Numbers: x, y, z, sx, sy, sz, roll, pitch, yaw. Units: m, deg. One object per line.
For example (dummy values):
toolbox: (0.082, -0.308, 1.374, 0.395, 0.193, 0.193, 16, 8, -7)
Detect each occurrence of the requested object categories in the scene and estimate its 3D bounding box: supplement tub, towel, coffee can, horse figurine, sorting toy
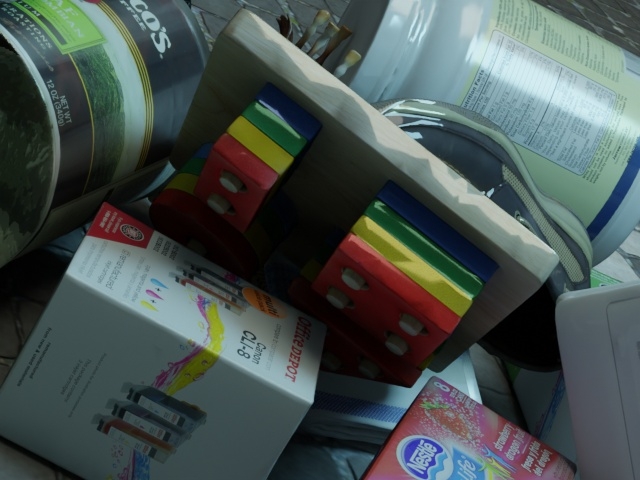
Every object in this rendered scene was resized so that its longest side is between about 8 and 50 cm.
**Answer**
supplement tub: (0.171, -0.131, 1.911, 0.325, 0.235, 0.235, 25, 22, -13)
towel: (0.028, 0.034, 1.486, 0.209, 0.034, 0.285, 14, 51, -43)
coffee can: (-0.220, -0.095, 1.367, 0.201, 0.201, 0.275, 34, 22, 9)
horse figurine: (-0.041, -0.142, 1.802, 0.066, 0.174, 0.263, 43, 9, -13)
sorting toy: (0.000, 0.000, 1.286, 0.257, 0.089, 0.255, 38, -21, 1)

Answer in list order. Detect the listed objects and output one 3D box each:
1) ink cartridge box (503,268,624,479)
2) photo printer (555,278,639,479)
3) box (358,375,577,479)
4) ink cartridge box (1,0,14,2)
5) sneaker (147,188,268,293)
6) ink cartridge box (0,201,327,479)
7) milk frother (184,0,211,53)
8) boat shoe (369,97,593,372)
ink cartridge box: (0.284, 0.155, 1.591, 0.201, 0.117, 0.278, 24, 22, -17)
photo printer: (0.295, 0.164, 1.230, 0.107, 0.256, 0.307, 6, 73, -58)
box: (0.063, 0.202, 1.185, 0.123, 0.128, 0.257, 33, 22, 5)
ink cartridge box: (-0.266, -0.200, 1.277, 0.179, 0.045, 0.145, 7, 17, 9)
sneaker: (-0.073, -0.064, 1.556, 0.153, 0.099, 0.282, -11, 72, -60)
ink cartridge box: (-0.102, 0.087, 1.224, 0.176, 0.127, 0.128, 29, 21, -7)
milk frother: (-0.169, -0.209, 1.762, 0.129, 0.143, 0.135, -3, 41, -43)
boat shoe: (0.116, 0.005, 1.446, 0.355, 0.132, 0.130, 29, 42, -47)
